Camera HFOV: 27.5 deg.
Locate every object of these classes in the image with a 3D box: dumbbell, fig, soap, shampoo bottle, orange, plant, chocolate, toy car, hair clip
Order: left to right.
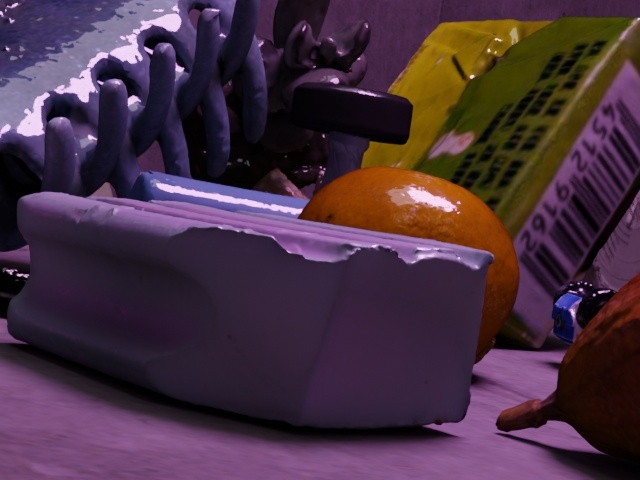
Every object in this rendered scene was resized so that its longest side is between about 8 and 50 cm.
[{"bbox_3d":[-0.209,-0.127,1.038,0.238,0.392,0.318,24,42,18],"label":"hair clip"},{"bbox_3d":[-0.039,0.032,0.656,0.145,0.091,0.230,3,6,-41],"label":"soap"},{"bbox_3d":[-0.036,-0.132,1.234,0.149,0.147,0.274,-13,-16,-27],"label":"plant"},{"bbox_3d":[-0.017,0.018,0.951,0.258,0.104,0.061,9,20,-23],"label":"shampoo bottle"},{"bbox_3d":[0.014,-0.028,1.065,0.100,0.191,0.100,8,3,0],"label":"dumbbell"},{"bbox_3d":[0.051,0.024,0.857,0.154,0.134,0.155,23,-15,7],"label":"orange"},{"bbox_3d":[0.152,-0.058,1.211,0.137,0.301,0.288,44,-16,-28],"label":"chocolate"},{"bbox_3d":[0.264,0.074,1.009,0.170,0.070,0.080,7,2,-7],"label":"toy car"},{"bbox_3d":[0.164,0.053,0.617,0.119,0.119,0.153,7,1,-44],"label":"fig"}]

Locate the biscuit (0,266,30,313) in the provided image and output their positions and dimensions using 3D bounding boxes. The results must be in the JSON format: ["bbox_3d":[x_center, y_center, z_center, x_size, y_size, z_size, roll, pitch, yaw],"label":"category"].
[{"bbox_3d":[-0.174,0.035,0.836,0.087,0.027,0.089,10,3,8],"label":"biscuit"}]

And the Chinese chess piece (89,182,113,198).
[{"bbox_3d":[-0.343,-0.043,1.565,0.188,0.083,0.188,6,4,0],"label":"Chinese chess piece"}]

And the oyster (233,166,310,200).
[{"bbox_3d":[-0.110,0.004,1.284,0.166,0.094,0.294,5,-15,-11],"label":"oyster"}]

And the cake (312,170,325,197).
[{"bbox_3d":[0.000,0.000,1.145,0.065,0.121,0.052,34,1,-12],"label":"cake"}]

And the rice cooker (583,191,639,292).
[{"bbox_3d":[0.264,-0.078,1.641,0.325,0.335,0.335,13,4,41],"label":"rice cooker"}]
